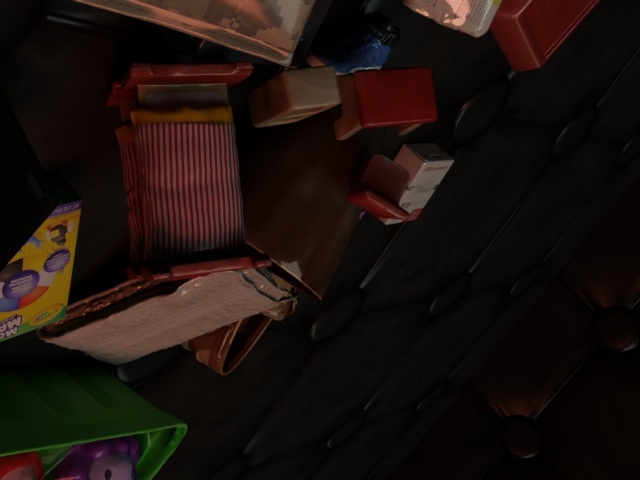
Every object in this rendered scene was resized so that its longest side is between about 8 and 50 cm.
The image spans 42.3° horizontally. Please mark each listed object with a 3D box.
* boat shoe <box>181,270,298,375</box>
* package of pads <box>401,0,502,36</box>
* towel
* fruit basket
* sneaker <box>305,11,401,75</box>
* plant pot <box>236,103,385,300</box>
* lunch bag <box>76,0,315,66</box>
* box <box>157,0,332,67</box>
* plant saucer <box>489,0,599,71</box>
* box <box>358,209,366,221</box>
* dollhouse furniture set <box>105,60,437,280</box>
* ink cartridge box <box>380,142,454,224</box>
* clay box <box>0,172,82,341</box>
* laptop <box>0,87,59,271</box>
[{"bbox_3d":[-0.081,0.070,1.256,0.324,0.116,0.123,-51,154,14],"label":"boat shoe"},{"bbox_3d":[0.177,-0.367,0.863,0.296,0.101,0.229,-70,-177,-53],"label":"package of pads"},{"bbox_3d":[-0.199,0.093,1.086,0.282,0.049,0.187,-22,156,9],"label":"towel"},{"bbox_3d":[-0.335,0.359,1.031,0.283,0.392,0.392,-53,153,16],"label":"fruit basket"},{"bbox_3d":[0.047,-0.249,1.036,0.152,0.058,0.084,-15,148,-53],"label":"sneaker"},{"bbox_3d":[-0.025,-0.079,1.057,0.230,0.215,0.215,-56,155,-7],"label":"plant pot"},{"bbox_3d":[-0.120,-0.289,0.591,0.287,0.169,0.235,13,121,-20],"label":"lunch bag"},{"bbox_3d":[-0.064,-0.263,0.816,0.156,0.093,0.158,-10,139,-51],"label":"box"},{"bbox_3d":[0.387,-0.403,1.325,0.258,0.048,0.259,-49,153,8],"label":"plant saucer"},{"bbox_3d":[0.000,0.000,1.373,0.116,0.029,0.162,-4,134,-54],"label":"box"},{"bbox_3d":[-0.024,-0.083,0.871,0.374,0.201,0.152,-9,-178,-25],"label":"dollhouse furniture set"},{"bbox_3d":[0.153,-0.099,1.419,0.099,0.056,0.135,-9,138,-51],"label":"ink cartridge box"},{"bbox_3d":[-0.338,0.038,0.906,0.127,0.053,0.222,-21,145,-39],"label":"clay box"},{"bbox_3d":[-0.448,-0.047,0.548,0.382,0.236,0.408,77,33,-43],"label":"laptop"}]
